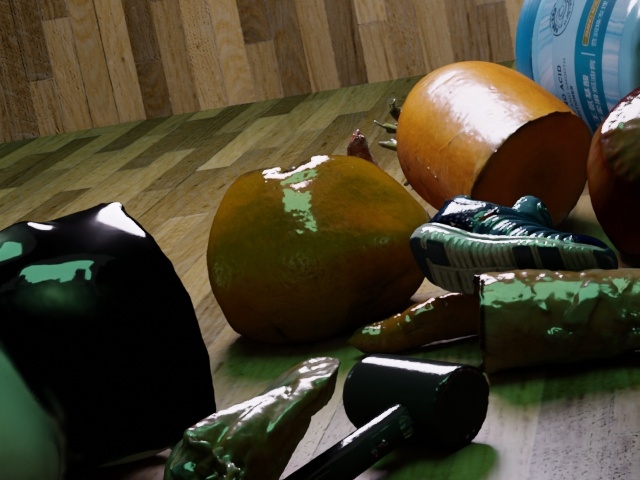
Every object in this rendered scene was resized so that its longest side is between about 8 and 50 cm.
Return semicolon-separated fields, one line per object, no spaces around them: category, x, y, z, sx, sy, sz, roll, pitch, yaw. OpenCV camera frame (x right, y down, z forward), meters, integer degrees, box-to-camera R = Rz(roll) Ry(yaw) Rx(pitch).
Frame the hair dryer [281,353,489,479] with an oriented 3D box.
hair dryer;0.018;0.169;1.349;0.114;0.070;0.248;4;28;46

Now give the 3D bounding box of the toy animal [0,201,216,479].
toy animal;-0.268;0.119;1.381;0.310;0.251;0.251;-21;16;-26

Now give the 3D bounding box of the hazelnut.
hazelnut;0.373;-0.068;1.821;0.208;0.208;0.208;-10;13;2

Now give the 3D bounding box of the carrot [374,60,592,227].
carrot;0.199;-0.113;2.049;0.193;0.214;0.331;-53;34;3

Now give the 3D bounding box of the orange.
orange;0.000;0.000;1.796;0.249;0.183;0.249;-12;12;3

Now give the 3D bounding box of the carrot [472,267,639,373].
carrot;0.264;0.060;1.518;0.263;0.101;0.102;-8;13;8

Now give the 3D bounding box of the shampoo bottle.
shampoo bottle;0.456;-0.230;2.087;0.331;0.331;0.343;-14;14;-14

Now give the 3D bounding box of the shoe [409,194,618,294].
shoe;0.189;0.001;1.614;0.207;0.091;0.106;12;52;34

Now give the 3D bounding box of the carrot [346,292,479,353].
carrot;0.146;0.070;1.664;0.248;0.059;0.059;-15;13;-3

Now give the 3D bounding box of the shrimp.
shrimp;-0.050;0.145;1.262;0.168;0.077;0.317;-45;-1;0

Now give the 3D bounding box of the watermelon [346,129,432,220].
watermelon;0.056;-0.048;2.110;0.121;0.158;0.098;-36;5;19
